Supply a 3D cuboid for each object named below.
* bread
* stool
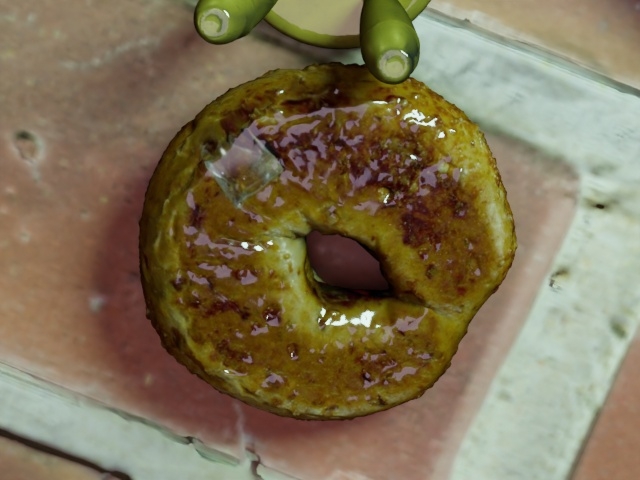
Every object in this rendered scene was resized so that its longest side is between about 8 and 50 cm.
[{"bbox_3d":[0.000,0.000,0.892,0.193,0.064,0.193,0,107,0],"label":"bread"},{"bbox_3d":[0.005,-0.136,0.831,0.135,0.110,0.134,-31,98,10],"label":"stool"}]
